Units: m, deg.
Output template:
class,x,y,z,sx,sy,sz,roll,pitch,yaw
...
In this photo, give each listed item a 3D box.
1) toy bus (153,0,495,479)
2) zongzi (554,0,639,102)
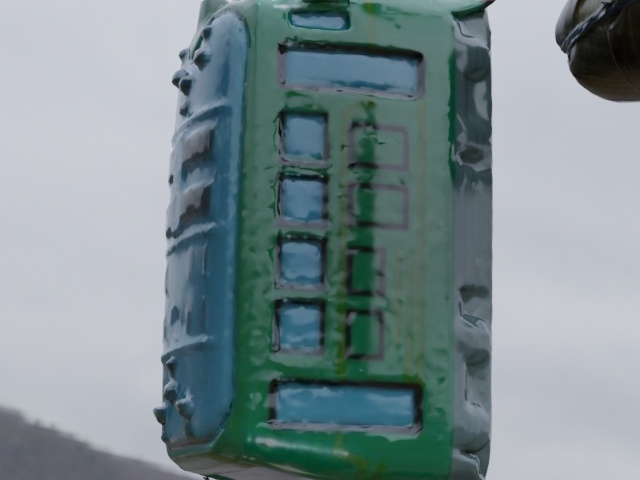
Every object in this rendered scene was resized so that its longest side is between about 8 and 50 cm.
class,x,y,z,sx,sy,sz,roll,pitch,yaw
toy bus,0.000,0.000,1.081,0.199,0.343,0.183,6,-13,-19
zongzi,0.245,-0.206,1.039,0.112,0.242,0.221,4,-3,-40
